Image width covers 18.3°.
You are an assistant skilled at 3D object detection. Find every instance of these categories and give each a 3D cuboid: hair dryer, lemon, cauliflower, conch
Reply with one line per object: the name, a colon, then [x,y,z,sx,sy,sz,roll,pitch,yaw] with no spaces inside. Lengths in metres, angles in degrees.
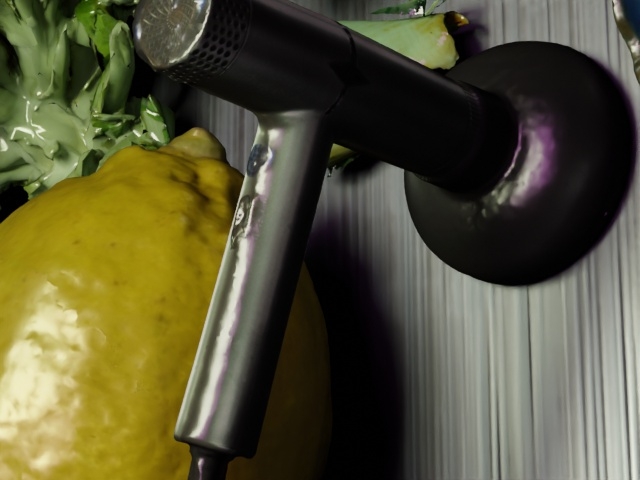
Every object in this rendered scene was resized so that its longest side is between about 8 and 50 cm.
hair dryer: [0.000,-0.001,1.152,0.156,0.320,0.284,33,109,44]
lemon: [-0.128,0.109,1.243,0.285,0.285,0.316,-23,82,36]
cauliflower: [-0.208,-0.110,1.458,0.250,0.275,0.272,38,69,7]
conch: [0.024,-0.101,1.310,0.170,0.079,0.105,-15,81,32]

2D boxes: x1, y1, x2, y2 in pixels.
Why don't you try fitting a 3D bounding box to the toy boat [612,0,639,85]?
toy boat: [0.215,-0.100,1.126,0.075,0.077,0.185,-40,53,27]
